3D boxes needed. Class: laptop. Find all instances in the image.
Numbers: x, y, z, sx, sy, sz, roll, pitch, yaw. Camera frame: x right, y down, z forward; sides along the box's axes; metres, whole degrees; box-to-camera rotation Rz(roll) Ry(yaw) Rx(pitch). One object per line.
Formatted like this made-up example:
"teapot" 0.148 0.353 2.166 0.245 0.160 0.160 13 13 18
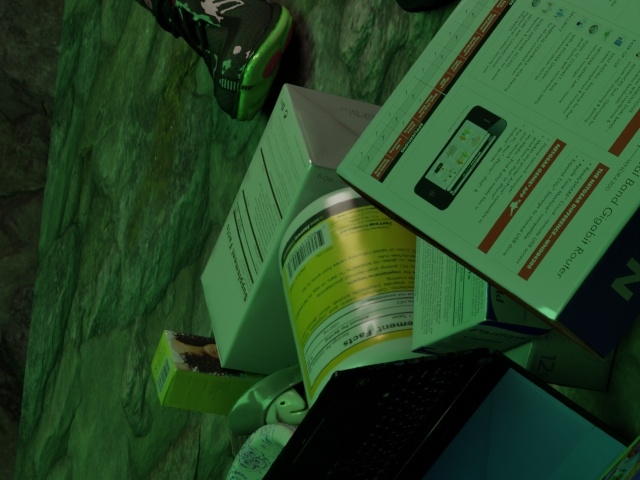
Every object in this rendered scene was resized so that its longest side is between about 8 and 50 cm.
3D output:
"laptop" 0.098 0.216 1.524 0.136 0.264 0.234 60 138 30

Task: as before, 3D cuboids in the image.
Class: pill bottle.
"pill bottle" 0.071 0.115 1.771 0.334 0.188 0.188 -103 33 -44

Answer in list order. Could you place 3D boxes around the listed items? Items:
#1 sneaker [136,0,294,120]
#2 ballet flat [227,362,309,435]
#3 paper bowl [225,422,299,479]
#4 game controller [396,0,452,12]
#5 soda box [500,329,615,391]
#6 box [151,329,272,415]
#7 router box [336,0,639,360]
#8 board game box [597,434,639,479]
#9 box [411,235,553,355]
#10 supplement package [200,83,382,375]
"sneaker" -0.172 -0.327 2.526 0.483 0.202 0.185 -114 40 -55
"ballet flat" -0.005 0.169 1.950 0.072 0.213 0.068 62 177 -38
"paper bowl" -0.007 0.349 1.903 0.284 0.148 0.284 -168 90 -67
"game controller" 0.148 -0.358 1.936 0.319 0.067 0.166 172 94 -66
"soda box" 0.231 -0.014 1.577 0.098 0.091 0.286 -160 82 -67
"box" -0.077 0.168 2.039 0.058 0.232 0.087 -67 26 25
"router box" 0.212 -0.114 1.415 0.335 0.082 0.301 -53 43 1
"board game box" 0.206 0.265 1.263 0.347 0.078 0.233 -47 -8 -44
"box" 0.145 0.031 1.545 0.137 0.072 0.126 150 128 -60
"supplement package" 0.000 0.000 2.004 0.175 0.177 0.293 -108 36 -51
